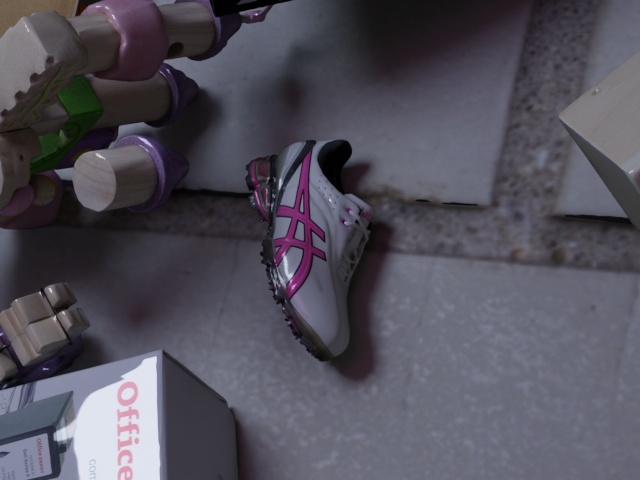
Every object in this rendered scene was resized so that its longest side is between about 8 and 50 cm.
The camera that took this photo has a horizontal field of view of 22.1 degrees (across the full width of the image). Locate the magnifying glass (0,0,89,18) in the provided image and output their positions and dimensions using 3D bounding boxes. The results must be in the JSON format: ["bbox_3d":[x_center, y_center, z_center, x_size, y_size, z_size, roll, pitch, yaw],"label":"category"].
[{"bbox_3d":[-0.281,-0.221,1.454,0.231,0.026,0.092,22,101,17],"label":"magnifying glass"}]

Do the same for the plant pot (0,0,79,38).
[{"bbox_3d":[-0.306,-0.232,1.435,0.236,0.032,0.236,1,94,21],"label":"plant pot"}]

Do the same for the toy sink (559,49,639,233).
[{"bbox_3d":[0.284,-0.024,1.020,0.153,0.234,0.131,-39,24,3],"label":"toy sink"}]

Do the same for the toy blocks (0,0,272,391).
[{"bbox_3d":[-0.184,-0.081,1.272,0.288,0.260,0.309,-42,74,35],"label":"toy blocks"}]

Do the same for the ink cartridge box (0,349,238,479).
[{"bbox_3d":[-0.202,0.211,1.151,0.273,0.115,0.198,-16,58,17],"label":"ink cartridge box"}]

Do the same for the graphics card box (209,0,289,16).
[{"bbox_3d":[0.066,-0.317,1.252,0.371,0.094,0.232,-13,58,-6],"label":"graphics card box"}]

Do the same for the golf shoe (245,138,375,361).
[{"bbox_3d":[0.000,0.000,1.201,0.086,0.067,0.186,-21,56,12],"label":"golf shoe"}]
